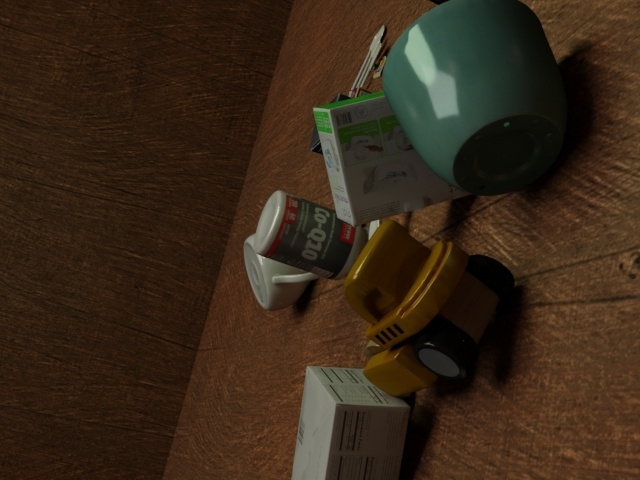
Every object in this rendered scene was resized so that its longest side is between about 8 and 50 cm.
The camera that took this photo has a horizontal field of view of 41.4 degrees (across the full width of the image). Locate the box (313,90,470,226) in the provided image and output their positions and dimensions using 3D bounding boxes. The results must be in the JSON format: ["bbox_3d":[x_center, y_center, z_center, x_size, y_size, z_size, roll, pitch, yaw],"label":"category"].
[{"bbox_3d":[0.146,-0.173,1.632,0.127,0.262,0.231,-145,40,-72],"label":"box"}]

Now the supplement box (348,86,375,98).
[{"bbox_3d":[0.117,-0.418,2.487,0.083,0.055,0.043,-177,104,-74],"label":"supplement box"}]

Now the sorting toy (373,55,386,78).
[{"bbox_3d":[0.168,-0.508,2.495,0.083,0.012,0.062,-172,100,-73],"label":"sorting toy"}]

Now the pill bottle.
[{"bbox_3d":[0.000,0.000,2.006,0.161,0.283,0.161,-161,90,-74],"label":"pill bottle"}]

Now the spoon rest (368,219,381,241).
[{"bbox_3d":[0.143,0.027,1.874,0.137,0.084,0.276,144,142,-63],"label":"spoon rest"}]

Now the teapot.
[{"bbox_3d":[-0.103,0.076,2.462,0.252,0.187,0.256,100,150,-55],"label":"teapot"}]

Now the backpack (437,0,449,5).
[{"bbox_3d":[0.295,-0.710,2.028,0.253,0.191,0.225,-62,18,15],"label":"backpack"}]

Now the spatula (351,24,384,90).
[{"bbox_3d":[0.142,-0.524,2.577,0.168,0.019,0.242,-87,17,-52],"label":"spatula"}]

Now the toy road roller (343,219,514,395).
[{"bbox_3d":[0.145,0.105,1.435,0.202,0.241,0.329,-55,5,-27],"label":"toy road roller"}]

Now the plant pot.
[{"bbox_3d":[0.271,-0.218,1.402,0.293,0.293,0.235,-57,34,40],"label":"plant pot"}]

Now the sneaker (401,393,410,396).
[{"bbox_3d":[0.151,0.241,1.659,0.152,0.058,0.084,-106,28,-73],"label":"sneaker"}]

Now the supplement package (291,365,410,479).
[{"bbox_3d":[0.049,0.391,1.574,0.204,0.145,0.261,-143,60,-71],"label":"supplement package"}]

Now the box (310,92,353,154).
[{"bbox_3d":[0.100,-0.261,2.101,0.153,0.207,0.108,149,136,-66],"label":"box"}]
